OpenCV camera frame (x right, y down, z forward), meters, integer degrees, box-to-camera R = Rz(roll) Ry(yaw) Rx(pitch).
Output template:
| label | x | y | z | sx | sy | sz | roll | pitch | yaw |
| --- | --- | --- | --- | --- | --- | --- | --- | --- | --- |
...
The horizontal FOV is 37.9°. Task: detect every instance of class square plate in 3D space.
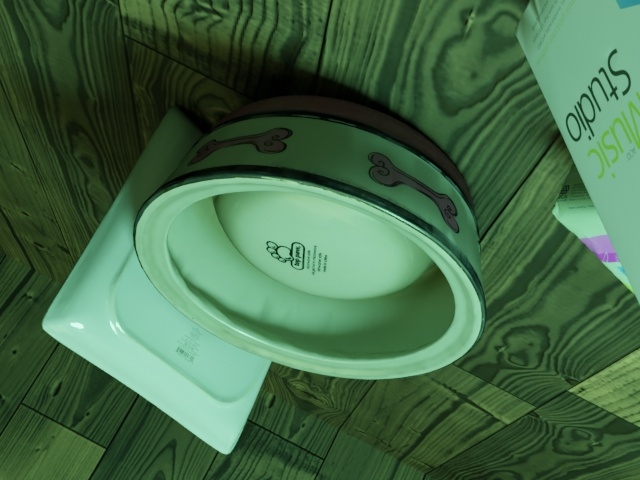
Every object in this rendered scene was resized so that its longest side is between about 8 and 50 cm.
| label | x | y | z | sx | sy | sz | roll | pitch | yaw |
| --- | --- | --- | --- | --- | --- | --- | --- | --- | --- |
| square plate | -0.148 | 0.058 | 1.239 | 0.049 | 0.344 | 0.347 | -3 | 143 | 45 |

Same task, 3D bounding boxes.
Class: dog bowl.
| label | x | y | z | sx | sy | sz | roll | pitch | yaw |
| --- | --- | --- | --- | --- | --- | --- | --- | --- | --- |
| dog bowl | 0.000 | 0.000 | 1.088 | 0.408 | 0.150 | 0.408 | 12 | 147 | 8 |

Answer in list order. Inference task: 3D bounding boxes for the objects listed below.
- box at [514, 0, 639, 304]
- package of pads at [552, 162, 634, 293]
| label | x | y | z | sx | sy | sz | roll | pitch | yaw |
| --- | --- | --- | --- | --- | --- | --- | --- | --- | --- |
| box | 0.237 | -0.074 | 0.593 | 0.232 | 0.058 | 0.322 | 103 | 148 | -67 |
| package of pads | 0.391 | 0.018 | 0.831 | 0.296 | 0.101 | 0.229 | 39 | 158 | -25 |
